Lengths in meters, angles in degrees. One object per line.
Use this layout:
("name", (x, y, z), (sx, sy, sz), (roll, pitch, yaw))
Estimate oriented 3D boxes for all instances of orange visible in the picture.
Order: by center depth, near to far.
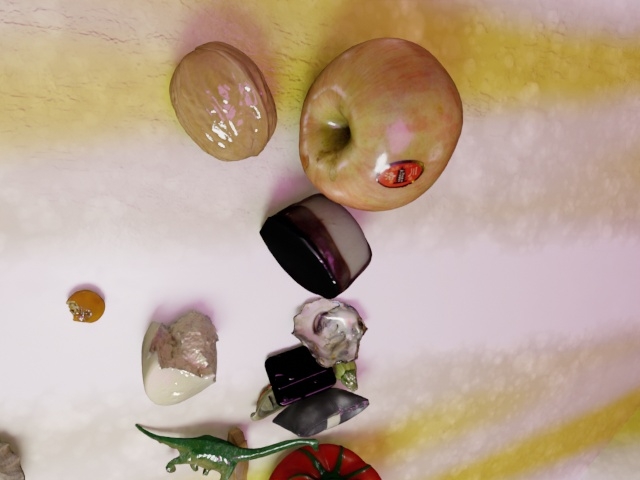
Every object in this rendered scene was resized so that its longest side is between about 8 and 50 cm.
("orange", (-0.552, 0.158, 1.053), (0.086, 0.062, 0.086), (-8, 109, -25))

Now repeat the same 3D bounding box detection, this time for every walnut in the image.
("walnut", (-0.209, -0.300, 0.991), (0.225, 0.225, 0.261), (-34, 115, -12))

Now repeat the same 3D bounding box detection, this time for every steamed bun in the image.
("steamed bun", (-0.344, 0.276, 1.088), (0.200, 0.225, 0.170), (-32, 116, -11))

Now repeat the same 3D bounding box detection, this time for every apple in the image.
("apple", (0.147, -0.270, 1.068), (0.346, 0.391, 0.392), (-14, 112, -39))

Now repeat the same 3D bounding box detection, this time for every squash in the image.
("squash", (0.079, 0.398, 1.368), (0.105, 0.132, 0.105), (-8, 110, -22))

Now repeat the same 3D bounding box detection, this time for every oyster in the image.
("oyster", (0.025, 0.265, 1.317), (0.223, 0.083, 0.214), (39, 50, -4))

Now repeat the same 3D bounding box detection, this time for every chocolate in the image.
("chocolate", (0.000, 0.000, 1.162), (0.186, 0.283, 0.284), (-46, 119, -24))

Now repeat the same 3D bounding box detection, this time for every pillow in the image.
("pillow", (-0.003, 0.505, 1.320), (0.249, 0.186, 0.106), (-11, 86, -32))

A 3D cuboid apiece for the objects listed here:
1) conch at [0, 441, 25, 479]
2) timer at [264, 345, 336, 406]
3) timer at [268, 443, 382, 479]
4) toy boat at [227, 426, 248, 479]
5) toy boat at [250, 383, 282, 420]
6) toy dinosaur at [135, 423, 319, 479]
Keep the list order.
("conch", (-0.791, 0.524, 1.009), (0.210, 0.159, 0.291), (3, 143, -34))
("timer", (-0.058, 0.386, 1.307), (0.187, 0.055, 0.144), (-16, 68, -20))
("timer", (0.013, 0.803, 1.322), (0.377, 0.378, 0.279), (7, 104, -26))
("toy boat", (-0.257, 0.654, 1.328), (0.064, 0.072, 0.206), (-12, 112, -48))
("toy boat", (-0.129, 0.469, 1.330), (0.185, 0.071, 0.089), (-26, 116, -14))
("toy dinosaur", (-0.260, 0.552, 1.216), (0.447, 0.087, 0.301), (36, 106, -13))
